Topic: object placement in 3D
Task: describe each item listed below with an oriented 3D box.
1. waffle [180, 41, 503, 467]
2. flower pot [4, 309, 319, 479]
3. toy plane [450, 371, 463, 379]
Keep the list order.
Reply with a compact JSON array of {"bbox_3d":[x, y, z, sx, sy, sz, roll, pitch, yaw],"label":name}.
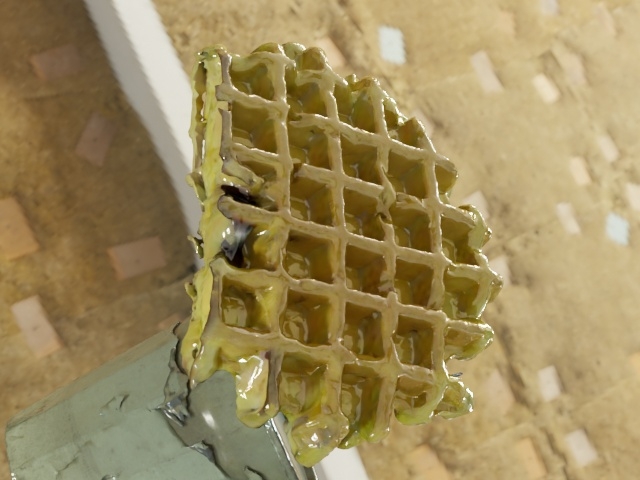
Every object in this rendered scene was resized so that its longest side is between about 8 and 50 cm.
[{"bbox_3d":[0.001,-0.001,0.866,0.309,0.065,0.283,50,-129,2],"label":"waffle"},{"bbox_3d":[-0.119,0.156,0.967,0.202,0.212,0.212,-21,-99,-3],"label":"flower pot"},{"bbox_3d":[0.067,0.152,1.573,0.226,0.226,0.058,18,-107,10],"label":"toy plane"}]
